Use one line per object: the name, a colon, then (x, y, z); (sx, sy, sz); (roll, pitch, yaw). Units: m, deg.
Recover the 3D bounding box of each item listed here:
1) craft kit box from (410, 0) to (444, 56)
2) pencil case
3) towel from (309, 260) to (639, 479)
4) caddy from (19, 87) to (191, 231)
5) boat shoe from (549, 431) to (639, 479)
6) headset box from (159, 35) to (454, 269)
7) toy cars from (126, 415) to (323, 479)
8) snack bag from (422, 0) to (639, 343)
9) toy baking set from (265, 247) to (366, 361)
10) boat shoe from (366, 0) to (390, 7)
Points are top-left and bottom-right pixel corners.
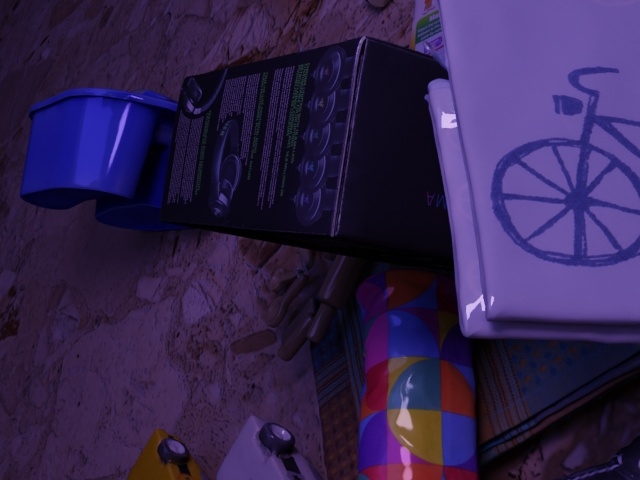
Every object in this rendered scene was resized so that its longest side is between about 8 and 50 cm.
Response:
craft kit box: (0.189, -0.229, 0.886); (0.250, 0.061, 0.247); (-18, 61, 47)
pencil case: (0.072, 0.141, 0.737); (0.104, 0.104, 0.236); (-25, 51, 45)
towel: (0.120, 0.073, 0.830); (0.370, 0.040, 0.271); (-42, 40, 35)
caddy: (-0.276, -0.125, 1.309); (0.341, 0.241, 0.179); (-3, 73, 53)
boat shoe: (0.234, 0.150, 0.565); (0.301, 0.108, 0.102); (-17, 58, 46)
headset box: (0.050, -0.052, 0.726); (0.283, 0.246, 0.131); (6, 86, 58)
toy cars: (-0.086, 0.275, 0.938); (0.393, 0.087, 0.177); (-20, 54, 52)
snack bag: (0.220, -0.089, 0.574); (0.037, 0.323, 0.343); (102, 167, -56)
toy baking set: (0.002, 0.002, 0.998); (0.256, 0.030, 0.197); (-63, 24, -3)
boat shoe: (0.087, -0.343, 1.102); (0.133, 0.049, 0.042); (-59, 43, 20)
